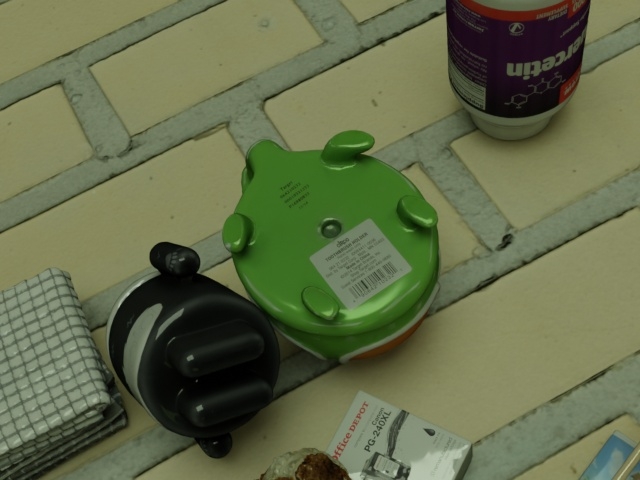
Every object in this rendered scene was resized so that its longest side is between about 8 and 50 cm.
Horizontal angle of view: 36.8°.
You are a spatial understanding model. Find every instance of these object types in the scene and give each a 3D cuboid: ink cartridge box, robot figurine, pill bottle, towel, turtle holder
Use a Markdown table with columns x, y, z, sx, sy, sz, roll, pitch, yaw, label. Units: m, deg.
| x | y | z | sx | sy | sz | roll | pitch | yaw | label |
| --- | --- | --- | --- | --- | --- | --- | --- | --- | --- |
| 0.086 | 0.258 | 1.120 | 0.150 | 0.063 | 0.109 | 22 | 65 | 20 | ink cartridge box |
| -0.150 | 0.127 | 1.131 | 0.209 | 0.173 | 0.278 | -64 | 26 | -4 | robot figurine |
| 0.256 | -0.276 | 1.261 | 0.181 | 0.323 | 0.181 | -4 | 59 | 7 | pill bottle |
| -0.403 | 0.191 | 1.213 | 0.284 | 0.121 | 0.235 | -29 | 57 | -6 | towel |
| -0.004 | 0.017 | 1.185 | 0.320 | 0.227 | 0.243 | 20 | 65 | 21 | turtle holder |

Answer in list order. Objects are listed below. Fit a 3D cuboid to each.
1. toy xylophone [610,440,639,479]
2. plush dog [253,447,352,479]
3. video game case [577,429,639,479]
| x | y | z | sx | sy | sz | roll | pitch | yaw | label |
| --- | --- | --- | --- | --- | --- | --- | --- | --- | --- |
| 0.425 | 0.289 | 1.007 | 0.323 | 0.081 | 0.236 | -41 | 62 | -15 | toy xylophone |
| -0.011 | 0.334 | 1.024 | 0.210 | 0.262 | 0.225 | 8 | 66 | -25 | plush dog |
| 0.360 | 0.342 | 1.048 | 0.212 | 0.023 | 0.193 | 34 | 70 | 26 | video game case |
